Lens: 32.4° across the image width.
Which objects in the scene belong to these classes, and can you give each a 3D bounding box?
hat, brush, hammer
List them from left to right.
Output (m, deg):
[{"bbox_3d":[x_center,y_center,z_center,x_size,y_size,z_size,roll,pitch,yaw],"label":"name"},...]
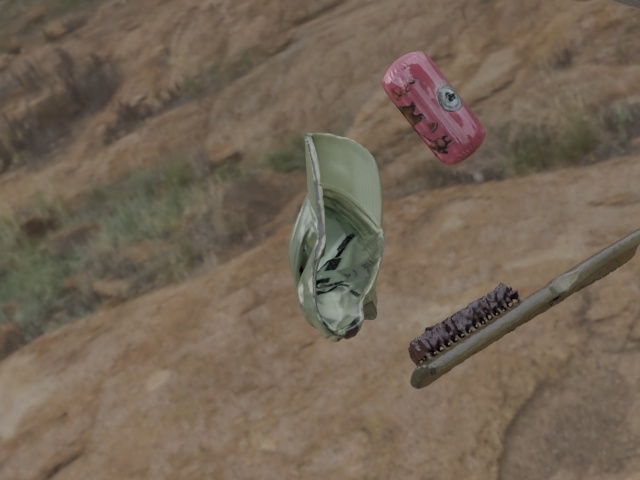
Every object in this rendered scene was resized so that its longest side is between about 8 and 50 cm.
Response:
[{"bbox_3d":[0.003,-0.006,0.890,0.081,0.166,0.122,-8,2,31],"label":"hat"},{"bbox_3d":[0.077,-0.090,0.745,0.043,0.083,0.043,-37,4,3],"label":"hammer"},{"bbox_3d":[0.162,0.040,0.845,0.248,0.036,0.043,-27,-12,-28],"label":"brush"}]

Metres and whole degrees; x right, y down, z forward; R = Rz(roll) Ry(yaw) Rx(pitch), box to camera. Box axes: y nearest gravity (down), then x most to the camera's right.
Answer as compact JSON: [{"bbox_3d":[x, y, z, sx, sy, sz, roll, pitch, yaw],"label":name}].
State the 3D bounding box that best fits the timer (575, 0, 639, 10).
[{"bbox_3d":[0.153,-0.211,0.426,0.291,0.290,0.315,0,43,35],"label":"timer"}]
